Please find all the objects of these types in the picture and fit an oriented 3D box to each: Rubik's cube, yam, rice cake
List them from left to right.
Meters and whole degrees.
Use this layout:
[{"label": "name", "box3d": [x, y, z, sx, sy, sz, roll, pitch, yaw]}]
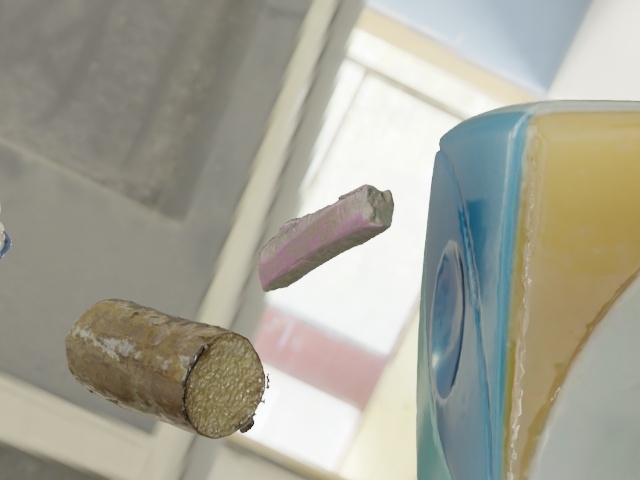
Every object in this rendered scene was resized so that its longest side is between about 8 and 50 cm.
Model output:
[{"label": "yam", "box3d": [-0.108, 0.087, 1.214, 0.127, 0.084, 0.084, 17, -6, 40]}, {"label": "rice cake", "box3d": [0.000, 0.000, 1.534, 0.036, 0.047, 0.207, 19, -25, -25]}, {"label": "Rubik's cube", "box3d": [0.271, 0.075, 1.386, 0.347, 0.352, 0.351, 4, -4, -7]}]

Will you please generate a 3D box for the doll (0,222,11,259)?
[{"label": "doll", "box3d": [-0.344, -0.021, 1.739, 0.099, 0.058, 0.143, 37, -29, 34]}]
